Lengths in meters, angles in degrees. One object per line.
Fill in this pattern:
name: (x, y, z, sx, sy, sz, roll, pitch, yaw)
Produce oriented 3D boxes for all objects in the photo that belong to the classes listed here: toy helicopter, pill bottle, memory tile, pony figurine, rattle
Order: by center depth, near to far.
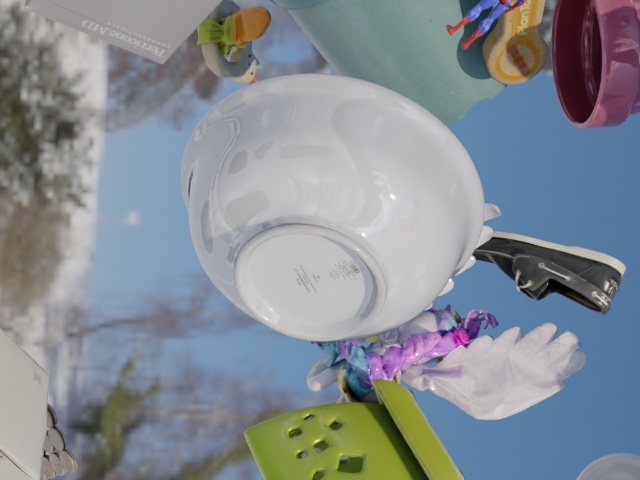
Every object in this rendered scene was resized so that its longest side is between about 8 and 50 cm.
toy helicopter: (0.238, -0.341, 1.908, 0.140, 0.235, 0.355, -111, -162, -47)
pony figurine: (0.133, 0.143, 2.107, 0.303, 0.351, 0.363, 55, -7, 2)
pill bottle: (0.440, 0.373, 2.109, 0.264, 0.146, 0.146, 29, 54, -60)
memory tile: (-0.410, 0.299, 2.306, 0.148, 0.012, 0.113, -25, -88, 55)
rattle: (-0.099, -0.309, 2.501, 0.199, 0.143, 0.130, 52, 29, -44)

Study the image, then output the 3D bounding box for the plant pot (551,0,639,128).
plant pot: (0.417, -0.249, 2.030, 0.201, 0.180, 0.201, 176, -90, -81)

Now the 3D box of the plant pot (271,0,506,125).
plant pot: (0.103, -0.346, 2.112, 0.334, 0.341, 0.341, 54, 2, -28)

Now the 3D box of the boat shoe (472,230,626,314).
boat shoe: (0.290, 0.039, 2.108, 0.079, 0.233, 0.084, -71, 157, -10)

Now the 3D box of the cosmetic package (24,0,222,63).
cosmetic package: (-0.109, -0.241, 1.123, 0.238, 0.127, 0.107, -42, -143, 46)

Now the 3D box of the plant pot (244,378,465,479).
plant pot: (0.063, 0.317, 1.855, 0.228, 0.207, 0.227, 58, -7, 44)

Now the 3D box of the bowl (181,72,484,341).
bowl: (0.000, 0.000, 1.466, 0.134, 0.298, 0.298, -75, -177, -46)

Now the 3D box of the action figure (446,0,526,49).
action figure: (0.176, -0.237, 1.531, 0.115, 0.038, 0.030, -38, -164, 20)

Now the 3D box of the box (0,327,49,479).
box: (-0.363, 0.163, 1.266, 0.094, 0.275, 0.113, 55, 24, -47)
